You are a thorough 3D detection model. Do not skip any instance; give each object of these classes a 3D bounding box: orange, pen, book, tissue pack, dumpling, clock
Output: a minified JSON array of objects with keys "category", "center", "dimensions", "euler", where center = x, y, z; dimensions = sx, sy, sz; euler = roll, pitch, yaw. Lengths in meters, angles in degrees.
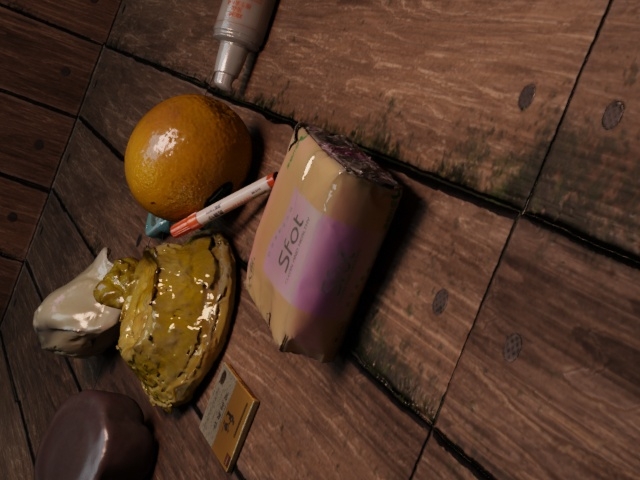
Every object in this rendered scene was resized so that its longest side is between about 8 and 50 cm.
[{"category":"orange","center":[-0.232,-0.142,1.985],"dimensions":[0.236,0.236,0.236],"euler":[-47,33,44]},{"category":"pen","center":[-0.160,-0.058,1.898],"dimensions":[0.239,0.028,0.028],"euler":[-25,46,30]},{"category":"book","center":[-0.143,0.268,1.734],"dimensions":[0.118,0.012,0.172],"euler":[-69,23,6]},{"category":"tissue pack","center":[0.000,0.000,1.491],"dimensions":[0.215,0.123,0.256],"euler":[-127,52,-60]},{"category":"dumpling","center":[-0.508,0.132,2.417],"dimensions":[0.318,0.187,0.243],"euler":[157,125,-64]},{"category":"clock","center":[-0.310,-0.063,2.313],"dimensions":[0.147,0.045,0.108],"euler":[-19,56,60]}]

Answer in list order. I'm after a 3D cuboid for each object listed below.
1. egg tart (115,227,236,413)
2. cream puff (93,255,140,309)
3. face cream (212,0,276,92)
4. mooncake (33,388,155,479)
[{"category":"egg tart","center":[-0.266,0.127,1.969],"dimensions":[0.345,0.132,0.345],"euler":[-47,34,47]},{"category":"cream puff","center":[-0.360,0.085,2.195],"dimensions":[0.146,0.146,0.116],"euler":[7,78,66]},{"category":"face cream","center":[-0.152,-0.407,2.159],"dimensions":[0.101,0.101,0.251],"euler":[7,79,66]},{"category":"mooncake","center":[-0.403,0.387,2.009],"dimensions":[0.245,0.133,0.245],"euler":[-18,65,43]}]
